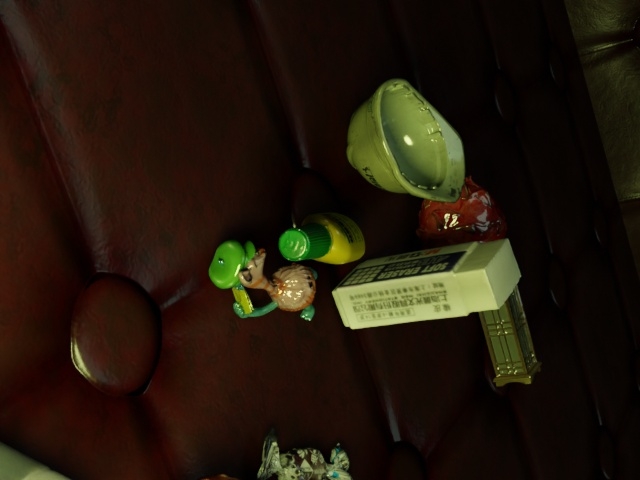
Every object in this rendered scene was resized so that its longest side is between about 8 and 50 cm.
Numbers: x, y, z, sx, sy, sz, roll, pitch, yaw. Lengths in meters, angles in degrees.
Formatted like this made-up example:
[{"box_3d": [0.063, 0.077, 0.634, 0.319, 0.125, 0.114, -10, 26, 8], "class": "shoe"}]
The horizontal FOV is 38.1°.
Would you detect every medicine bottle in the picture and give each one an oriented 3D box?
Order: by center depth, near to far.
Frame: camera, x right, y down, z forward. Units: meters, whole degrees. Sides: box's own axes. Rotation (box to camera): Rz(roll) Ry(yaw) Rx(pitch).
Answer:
[{"box_3d": [0.000, 0.000, 1.396, 0.095, 0.064, 0.260, 47, 15, 10], "class": "medicine bottle"}]

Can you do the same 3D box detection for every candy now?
[{"box_3d": [-0.023, 0.323, 1.335, 0.226, 0.051, 0.094, 24, 50, -54], "class": "candy"}]

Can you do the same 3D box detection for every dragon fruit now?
[{"box_3d": [0.273, -0.023, 1.782, 0.172, 0.172, 0.210, 11, 82, -55], "class": "dragon fruit"}]

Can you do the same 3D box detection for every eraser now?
[{"box_3d": [0.168, 0.069, 1.489, 0.124, 0.278, 0.081, -40, 114, -53], "class": "eraser"}]

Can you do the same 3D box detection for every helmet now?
[{"box_3d": [0.128, -0.157, 1.630, 0.257, 0.137, 0.204, 37, 51, -36], "class": "helmet"}]

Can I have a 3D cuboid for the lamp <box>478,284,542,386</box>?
[{"box_3d": [0.382, 0.142, 1.972, 0.090, 0.089, 0.326, -27, 104, -57], "class": "lamp"}]

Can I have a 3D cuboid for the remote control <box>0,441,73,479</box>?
[{"box_3d": [-0.307, 0.305, 0.854, 0.332, 0.103, 0.221, 44, 44, -39], "class": "remote control"}]

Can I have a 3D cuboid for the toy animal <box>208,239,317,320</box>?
[{"box_3d": [-0.073, 0.066, 1.319, 0.208, 0.100, 0.103, 20, 103, -56], "class": "toy animal"}]

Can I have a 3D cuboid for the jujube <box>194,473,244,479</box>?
[{"box_3d": [-0.100, 0.379, 1.112, 0.230, 0.155, 0.155, 57, 37, -45], "class": "jujube"}]
